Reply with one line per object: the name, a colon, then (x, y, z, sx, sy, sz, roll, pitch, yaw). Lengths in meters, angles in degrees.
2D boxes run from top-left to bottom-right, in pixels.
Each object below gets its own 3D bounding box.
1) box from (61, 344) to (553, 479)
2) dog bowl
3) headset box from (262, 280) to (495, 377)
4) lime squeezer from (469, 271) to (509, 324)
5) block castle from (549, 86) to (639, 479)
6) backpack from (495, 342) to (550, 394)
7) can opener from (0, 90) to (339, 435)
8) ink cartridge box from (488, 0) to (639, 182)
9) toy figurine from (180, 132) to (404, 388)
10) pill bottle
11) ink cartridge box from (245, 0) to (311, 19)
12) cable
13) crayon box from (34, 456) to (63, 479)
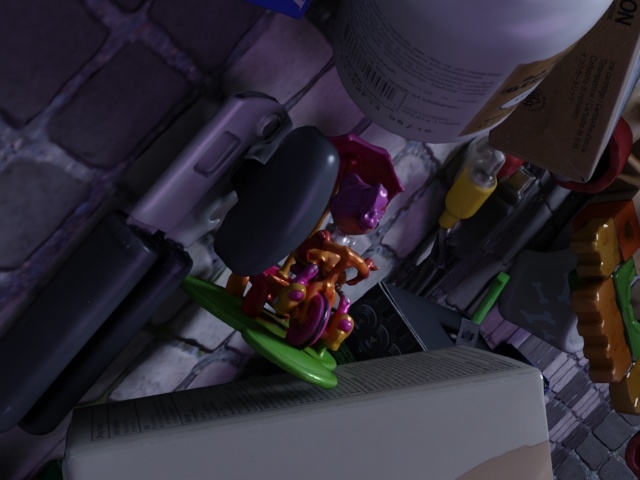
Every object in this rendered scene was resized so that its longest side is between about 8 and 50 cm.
box: (-0.011, 0.160, 0.625, 0.311, 0.121, 0.148, -8, -177, -12)
dog bowl: (0.403, 0.010, 1.225, 0.349, 0.102, 0.348, -34, 151, -22)
headset box: (0.049, 0.179, 0.887, 0.283, 0.131, 0.246, -41, 153, 15)
lime squeezer: (0.158, 0.176, 1.189, 0.110, 0.059, 0.310, -60, 170, -50)
block castle: (0.415, 0.055, 0.900, 0.213, 0.303, 0.453, -33, 110, -42)
backpack: (0.275, 0.233, 1.358, 0.120, 0.098, 0.101, -43, 156, -5)
can opener: (-0.105, 0.028, 0.567, 0.283, 0.095, 0.076, -49, 152, 7)
ink cartridge box: (0.210, -0.190, 0.643, 0.193, 0.088, 0.234, -54, 159, -30)
toy figurine: (0.000, 0.000, 0.634, 0.130, 0.173, 0.159, 29, 92, -23)
pill bottle: (0.084, -0.144, 0.471, 0.131, 0.131, 0.229, -39, 175, -12)
ink cartridge box: (0.000, -0.215, 0.433, 0.097, 0.046, 0.207, 1, 128, -53)
cable: (0.125, -0.008, 0.906, 0.287, 0.072, 0.139, -51, 172, 37)
crayon box: (-0.192, 0.294, 0.824, 0.165, 0.081, 0.278, -46, 152, 2)
